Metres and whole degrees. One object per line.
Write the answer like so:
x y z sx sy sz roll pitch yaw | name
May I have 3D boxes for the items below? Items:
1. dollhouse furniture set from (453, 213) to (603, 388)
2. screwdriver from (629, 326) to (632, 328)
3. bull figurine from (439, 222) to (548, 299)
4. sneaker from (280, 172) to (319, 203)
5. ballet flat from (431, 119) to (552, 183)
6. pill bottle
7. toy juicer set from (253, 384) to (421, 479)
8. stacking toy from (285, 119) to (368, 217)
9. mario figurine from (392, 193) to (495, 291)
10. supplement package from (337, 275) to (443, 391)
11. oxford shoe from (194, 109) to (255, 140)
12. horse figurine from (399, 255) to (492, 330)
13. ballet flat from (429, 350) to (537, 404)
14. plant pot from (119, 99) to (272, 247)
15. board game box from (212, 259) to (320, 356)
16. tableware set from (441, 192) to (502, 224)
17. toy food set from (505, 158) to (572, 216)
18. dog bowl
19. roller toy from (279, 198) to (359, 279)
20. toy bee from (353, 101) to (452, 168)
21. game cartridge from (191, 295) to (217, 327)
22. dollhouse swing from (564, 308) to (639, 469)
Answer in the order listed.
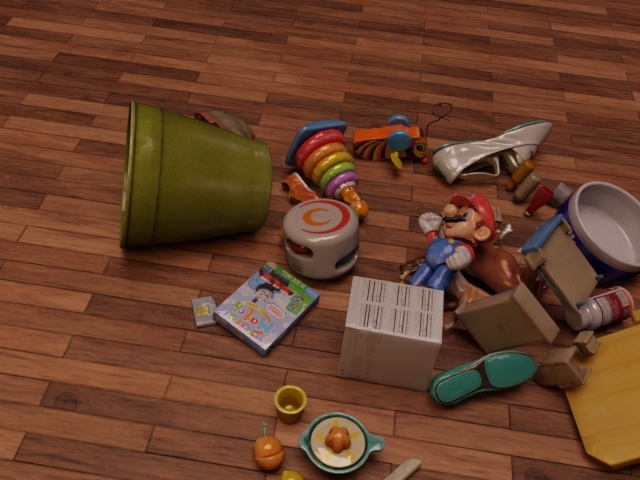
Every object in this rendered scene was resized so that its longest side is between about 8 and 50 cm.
0.520 0.141 1.639 0.286 0.198 0.303 51 57 -7 | dollhouse furniture set
0.703 0.255 1.678 0.170 0.024 0.025 -31 85 -23 | screwdriver
0.445 0.048 1.786 0.188 0.101 0.310 -37 61 -19 | bull figurine
-0.048 -0.119 1.949 0.067 0.064 0.175 -37 52 -10 | sneaker
0.528 -0.250 2.090 0.400 0.139 0.139 -15 49 -13 | ballet flat
0.679 0.169 1.708 0.152 0.086 0.086 -14 49 -18 | pill bottle
0.018 0.434 1.388 0.329 0.089 0.209 24 48 16 | toy juicer set
0.048 -0.179 1.961 0.175 0.166 0.302 -15 60 -34 | stacking toy
0.290 0.002 1.673 0.198 0.170 0.320 29 69 24 | mario figurine
0.153 0.207 1.546 0.203 0.194 0.149 10 47 3 | supplement package
-0.231 -0.292 2.049 0.130 0.123 0.348 -24 53 -32 | oxford shoe
0.312 0.118 1.739 0.174 0.066 0.263 -28 57 -19 | horse figurine
0.352 0.296 1.550 0.247 0.087 0.083 -16 92 -9 | ballet flat
-0.316 -0.153 1.778 0.352 0.366 0.366 3 45 -18 | plant pot
-0.127 0.158 1.669 0.160 0.039 0.211 34 53 17 | board game box
0.424 -0.069 1.961 0.168 0.020 0.141 18 47 11 | tableware set
0.638 -0.114 1.995 0.232 0.104 0.111 39 39 7 | toy food set
0.749 -0.020 1.832 0.264 0.104 0.265 12 53 -16 | dog bowl
0.000 0.000 1.767 0.209 0.146 0.191 -4 37 -1 | roller toy
0.255 -0.283 2.085 0.298 0.162 0.195 2 49 32 | toy bee
-0.275 0.169 1.669 0.056 0.017 0.083 -7 47 -17 | game cartridge
0.761 0.364 1.546 0.315 0.305 0.347 33 34 -33 | dollhouse swing
